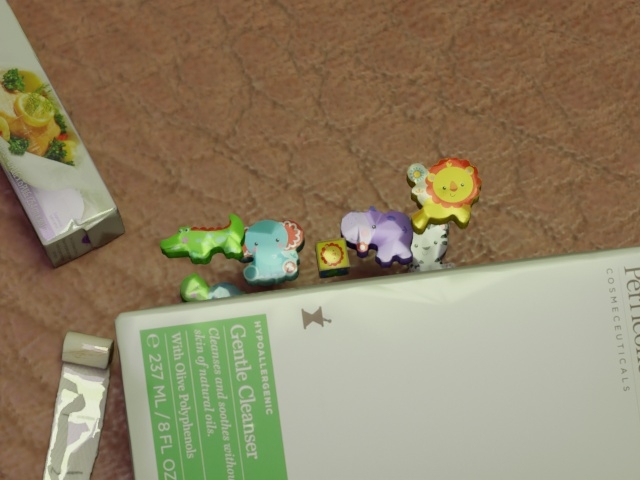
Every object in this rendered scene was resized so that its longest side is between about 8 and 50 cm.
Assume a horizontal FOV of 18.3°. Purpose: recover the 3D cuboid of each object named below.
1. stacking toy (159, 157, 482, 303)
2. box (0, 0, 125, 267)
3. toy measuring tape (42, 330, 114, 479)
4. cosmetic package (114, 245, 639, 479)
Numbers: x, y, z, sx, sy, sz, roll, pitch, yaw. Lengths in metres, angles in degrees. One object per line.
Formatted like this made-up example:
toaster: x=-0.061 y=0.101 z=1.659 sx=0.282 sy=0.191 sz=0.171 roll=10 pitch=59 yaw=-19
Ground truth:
stacking toy: x=0.000 y=0.000 z=1.413 sx=0.221 sy=0.167 sz=0.052 roll=-9 pitch=74 yaw=-3
box: x=-0.248 y=-0.135 z=1.502 sx=0.063 sy=0.067 sz=0.324 roll=-27 pitch=75 yaw=-9
toy measuring tape: x=-0.194 y=0.214 z=1.376 sx=0.121 sy=0.121 sz=0.330 roll=10 pitch=74 yaw=2
cosmetic package: x=0.054 y=0.120 z=1.372 sx=0.366 sy=0.155 sz=0.197 roll=-9 pitch=87 yaw=-2
